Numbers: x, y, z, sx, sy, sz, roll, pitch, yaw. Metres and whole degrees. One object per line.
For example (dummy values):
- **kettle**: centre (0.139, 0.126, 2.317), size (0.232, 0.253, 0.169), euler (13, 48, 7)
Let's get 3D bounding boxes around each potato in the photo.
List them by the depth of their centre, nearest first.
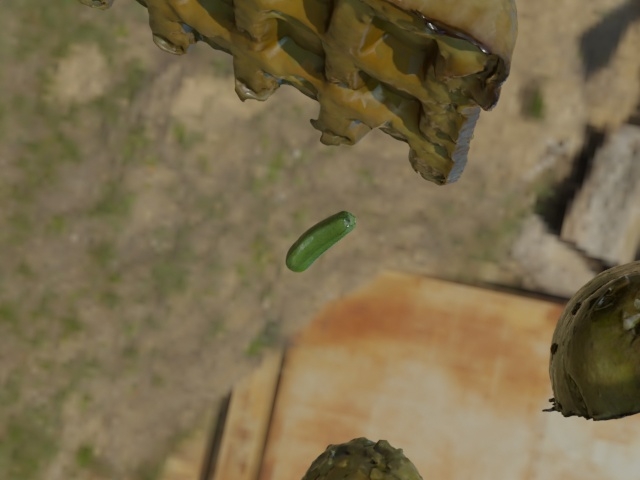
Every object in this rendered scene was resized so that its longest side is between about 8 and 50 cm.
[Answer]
- **potato**: centre (0.215, 0.056, 1.231), size (0.200, 0.164, 0.081), euler (-101, 168, -86)

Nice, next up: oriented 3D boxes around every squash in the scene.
- **squash**: centre (0.000, -0.001, 1.454), size (0.089, 0.027, 0.027), euler (-39, -154, 42)

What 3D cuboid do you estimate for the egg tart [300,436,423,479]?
- **egg tart**: centre (0.021, 0.367, 1.785), size (0.352, 0.150, 0.352), euler (-1, -91, 59)

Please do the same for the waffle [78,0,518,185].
- **waffle**: centre (-0.031, -0.170, 1.207), size (0.077, 0.348, 0.304), euler (-59, 174, -14)
